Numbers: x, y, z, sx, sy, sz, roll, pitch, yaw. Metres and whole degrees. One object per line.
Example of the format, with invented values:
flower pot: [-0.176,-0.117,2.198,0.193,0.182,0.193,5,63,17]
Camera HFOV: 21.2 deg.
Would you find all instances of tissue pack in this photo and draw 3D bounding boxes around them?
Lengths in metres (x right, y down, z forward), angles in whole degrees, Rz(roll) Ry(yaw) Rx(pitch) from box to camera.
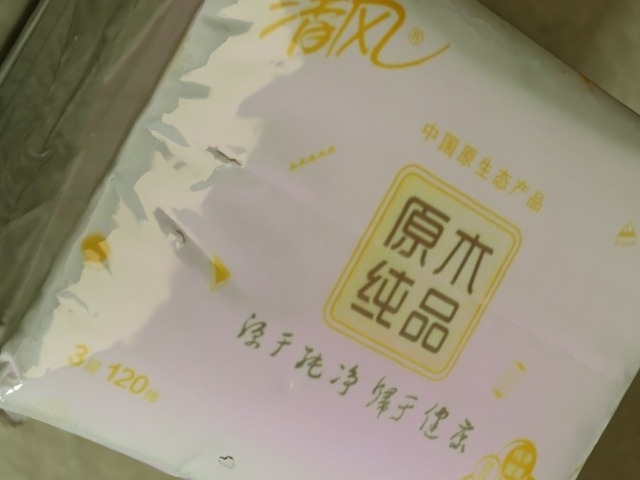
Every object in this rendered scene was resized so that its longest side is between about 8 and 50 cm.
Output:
tissue pack: [0.000,0.000,0.583,0.225,0.124,0.185,29,89,-34]
